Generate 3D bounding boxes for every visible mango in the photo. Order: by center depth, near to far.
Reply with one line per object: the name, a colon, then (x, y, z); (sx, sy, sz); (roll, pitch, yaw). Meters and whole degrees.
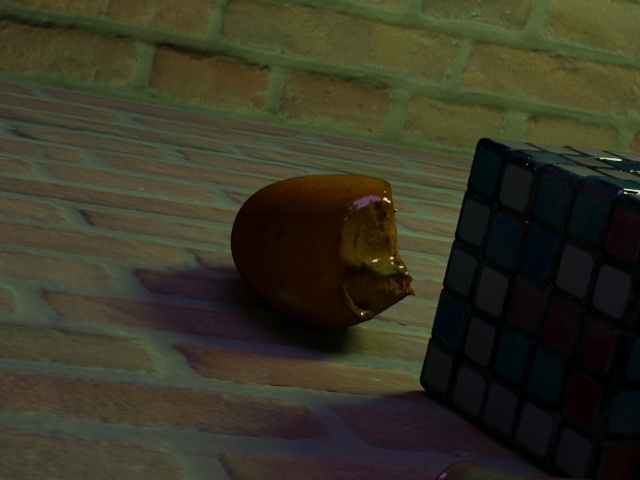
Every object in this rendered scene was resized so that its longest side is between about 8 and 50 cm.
mango: (0.000, 0.000, 1.863); (0.199, 0.201, 0.350); (39, -6, -21)

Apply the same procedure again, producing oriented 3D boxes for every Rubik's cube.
Rubik's cube: (0.316, 0.071, 1.603); (0.293, 0.286, 0.292); (3, 16, -35)

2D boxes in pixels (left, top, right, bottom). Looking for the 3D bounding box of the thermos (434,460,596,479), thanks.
thermos: (0.200, 0.232, 1.114); (0.265, 0.145, 0.176); (16, 17, 41)
